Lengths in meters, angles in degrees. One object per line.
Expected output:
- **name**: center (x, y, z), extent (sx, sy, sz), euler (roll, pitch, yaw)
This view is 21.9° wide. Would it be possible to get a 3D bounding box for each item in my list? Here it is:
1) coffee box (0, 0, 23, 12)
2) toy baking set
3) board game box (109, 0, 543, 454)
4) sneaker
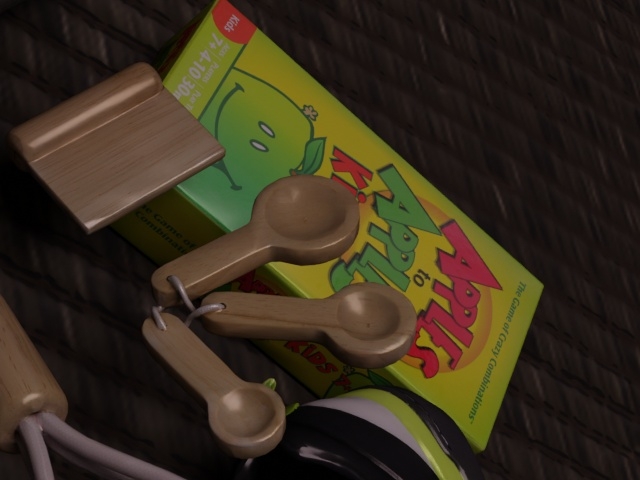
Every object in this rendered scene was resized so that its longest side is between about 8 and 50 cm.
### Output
- **coffee box**: center (-0.188, -0.219, 0.386), extent (0.338, 0.334, 0.338), euler (-39, 94, -40)
- **toy baking set**: center (-0.084, 0.033, 0.495), extent (0.197, 0.030, 0.256), euler (19, 51, 17)
- **board game box**: center (0.000, 0.000, 0.646), extent (0.181, 0.043, 0.092), euler (41, 47, -15)
- **sneaker**: center (0.031, 0.155, 0.557), extent (0.097, 0.084, 0.234), euler (0, 56, -52)
